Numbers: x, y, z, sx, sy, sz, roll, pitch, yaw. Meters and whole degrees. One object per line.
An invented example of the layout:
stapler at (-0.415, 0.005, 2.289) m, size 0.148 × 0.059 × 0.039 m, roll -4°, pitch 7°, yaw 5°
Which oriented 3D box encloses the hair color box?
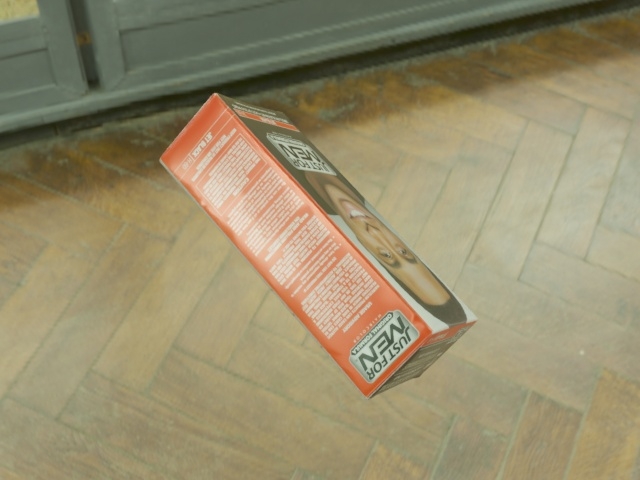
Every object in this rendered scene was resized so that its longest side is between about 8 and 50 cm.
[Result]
hair color box at (0.000, 0.000, 0.414) m, size 0.043 × 0.072 × 0.141 m, roll -47°, pitch 73°, yaw 17°
